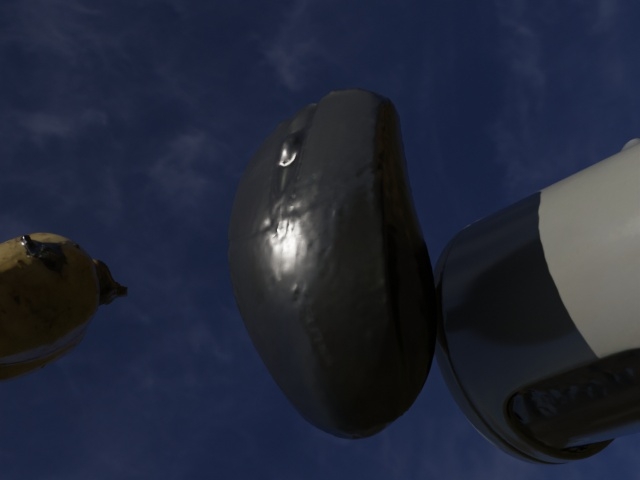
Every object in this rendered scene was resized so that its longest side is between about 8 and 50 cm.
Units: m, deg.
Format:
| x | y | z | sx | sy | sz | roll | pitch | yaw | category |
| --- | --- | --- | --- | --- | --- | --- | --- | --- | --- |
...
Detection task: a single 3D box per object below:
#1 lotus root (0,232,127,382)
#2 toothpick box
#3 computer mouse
| x | y | z | sx | sy | sz | roll | pitch | yaw | category |
| --- | --- | --- | --- | --- | --- | --- | --- | --- | --- |
| -0.334 | 0.070 | 1.029 | 0.257 | 0.140 | 0.154 | -31 | -27 | -58 | lotus root |
| 0.251 | 0.021 | 0.670 | 0.229 | 0.316 | 0.229 | 17 | -121 | -32 | toothpick box |
| 0.000 | 0.000 | 0.649 | 0.138 | 0.269 | 0.086 | -25 | -35 | 25 | computer mouse |
